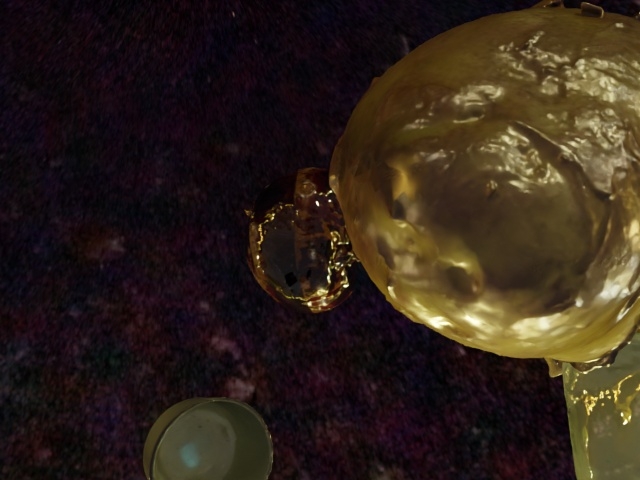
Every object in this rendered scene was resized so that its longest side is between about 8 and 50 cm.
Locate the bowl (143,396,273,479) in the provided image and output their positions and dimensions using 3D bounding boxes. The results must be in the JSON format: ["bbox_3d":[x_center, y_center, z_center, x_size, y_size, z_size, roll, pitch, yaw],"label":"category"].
[{"bbox_3d":[-0.193,0.342,1.464,0.211,0.112,0.211,-3,96,-32],"label":"bowl"}]

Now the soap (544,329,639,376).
[{"bbox_3d":[0.391,0.082,1.219,0.233,0.135,0.076,-28,118,36],"label":"soap"}]

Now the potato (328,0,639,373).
[{"bbox_3d":[0.120,-0.052,0.686,0.237,0.289,0.301,4,106,-30],"label":"potato"}]

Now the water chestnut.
[{"bbox_3d":[0.000,0.000,1.725,0.300,0.300,0.300,-3,113,-7],"label":"water chestnut"}]

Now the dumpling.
[{"bbox_3d":[0.396,0.207,1.002,0.321,0.212,0.270,24,113,-45],"label":"dumpling"}]
